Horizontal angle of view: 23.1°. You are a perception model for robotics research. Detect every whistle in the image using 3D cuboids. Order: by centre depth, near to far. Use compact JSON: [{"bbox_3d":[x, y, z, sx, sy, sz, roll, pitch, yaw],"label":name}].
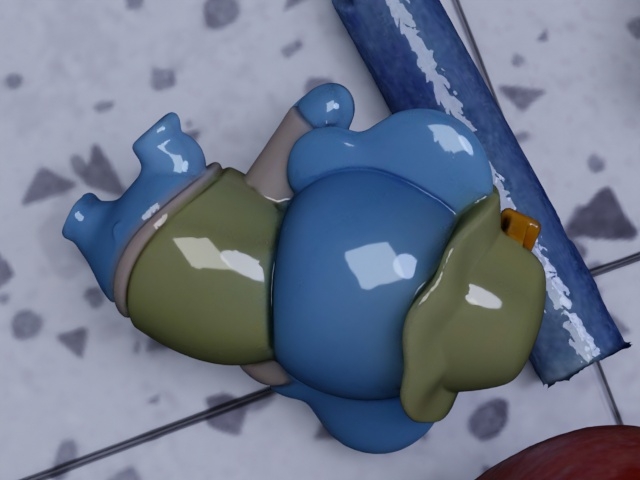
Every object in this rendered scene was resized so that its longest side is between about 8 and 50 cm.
[{"bbox_3d":[0.085,-0.059,0.929,0.062,0.062,0.304,-28,85,-9],"label":"whistle"}]

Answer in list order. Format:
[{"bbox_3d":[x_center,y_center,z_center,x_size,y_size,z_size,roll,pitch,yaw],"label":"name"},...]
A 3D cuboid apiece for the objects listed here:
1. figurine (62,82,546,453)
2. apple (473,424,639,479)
[{"bbox_3d":[-0.001,0.002,0.865,0.262,0.154,0.180,29,84,3],"label":"figurine"},{"bbox_3d":[0.141,0.274,0.767,0.269,0.345,0.344,36,80,-11],"label":"apple"}]
